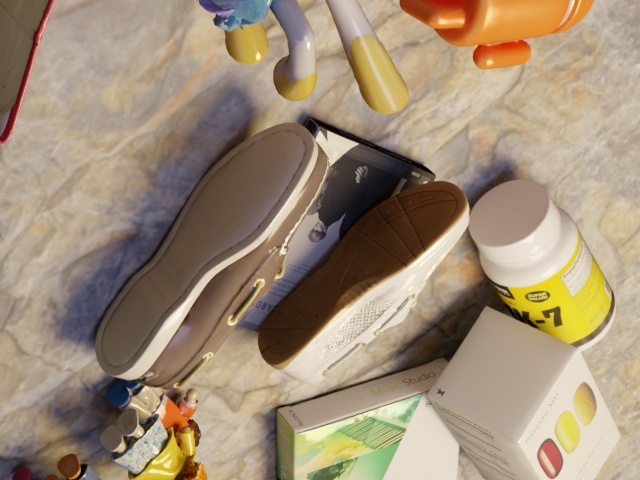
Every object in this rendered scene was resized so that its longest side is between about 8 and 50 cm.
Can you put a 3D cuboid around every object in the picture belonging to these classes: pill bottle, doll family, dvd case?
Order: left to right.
[{"bbox_3d":[-0.212,0.273,1.659,0.263,0.118,0.163,-42,132,-2],"label":"doll family"},{"bbox_3d":[0.000,0.000,1.678,0.179,0.029,0.238,20,107,-39],"label":"dvd case"},{"bbox_3d":[0.256,0.031,1.797,0.119,0.119,0.208,-40,131,-4],"label":"pill bottle"}]

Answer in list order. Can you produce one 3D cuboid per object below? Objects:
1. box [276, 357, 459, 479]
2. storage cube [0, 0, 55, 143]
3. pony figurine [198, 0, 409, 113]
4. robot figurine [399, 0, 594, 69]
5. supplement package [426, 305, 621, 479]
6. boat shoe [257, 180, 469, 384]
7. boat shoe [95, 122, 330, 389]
[{"bbox_3d":[0.058,0.314,1.895,0.232,0.058,0.322,-16,124,-24],"label":"box"},{"bbox_3d":[-0.337,-0.210,1.224,0.215,0.193,0.183,9,113,-35],"label":"storage cube"},{"bbox_3d":[-0.058,-0.301,1.281,0.303,0.351,0.363,-29,149,-9],"label":"pony figurine"},{"bbox_3d":[0.188,-0.262,1.564,0.219,0.128,0.158,-11,81,-26],"label":"robot figurine"},{"bbox_3d":[0.247,0.210,1.848,0.139,0.134,0.244,-55,145,-15],"label":"supplement package"},{"bbox_3d":[0.059,0.049,1.668,0.277,0.098,0.096,-41,134,9],"label":"boat shoe"},{"bbox_3d":[-0.096,0.022,1.578,0.097,0.116,0.324,28,105,-44],"label":"boat shoe"}]
